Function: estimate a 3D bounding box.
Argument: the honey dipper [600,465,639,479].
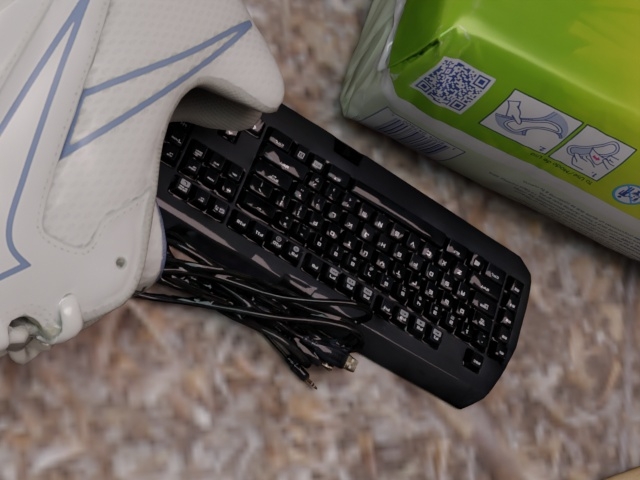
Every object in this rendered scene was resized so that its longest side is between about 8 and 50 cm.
[{"bbox_3d":[0.095,0.104,0.485,0.160,0.030,0.031,-9,79,-32],"label":"honey dipper"}]

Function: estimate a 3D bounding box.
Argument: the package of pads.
[{"bbox_3d":[0.154,-0.138,0.552,0.229,0.101,0.297,24,65,-18],"label":"package of pads"}]

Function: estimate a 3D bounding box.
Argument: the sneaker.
[{"bbox_3d":[-0.117,-0.003,0.356,0.129,0.111,0.297,45,65,-12],"label":"sneaker"}]

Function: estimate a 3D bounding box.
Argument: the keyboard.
[{"bbox_3d":[0.000,0.000,0.464,0.192,0.038,0.100,30,63,-16],"label":"keyboard"}]
